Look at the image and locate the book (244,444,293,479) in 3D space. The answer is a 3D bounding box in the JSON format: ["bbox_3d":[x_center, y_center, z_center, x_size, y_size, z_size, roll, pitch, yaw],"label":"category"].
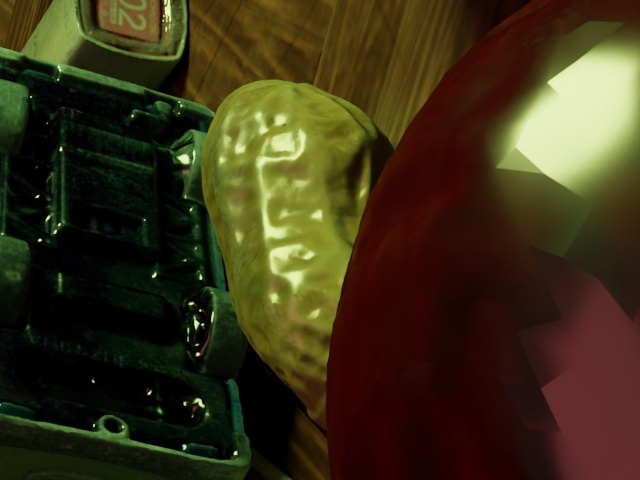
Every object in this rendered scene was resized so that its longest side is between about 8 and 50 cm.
[{"bbox_3d":[-0.025,0.224,0.832,0.295,0.020,0.208,27,105,64],"label":"book"}]

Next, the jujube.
[{"bbox_3d":[0.114,0.083,0.399,0.223,0.223,0.318,-41,52,53],"label":"jujube"}]

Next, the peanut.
[{"bbox_3d":[0.000,0.000,0.800,0.093,0.083,0.194,-31,48,12],"label":"peanut"}]

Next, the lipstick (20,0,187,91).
[{"bbox_3d":[-0.174,-0.095,1.207,0.253,0.077,0.079,-44,42,51],"label":"lipstick"}]

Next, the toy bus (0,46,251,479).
[{"bbox_3d":[-0.139,0.054,0.953,0.312,0.152,0.190,-101,33,-52],"label":"toy bus"}]
